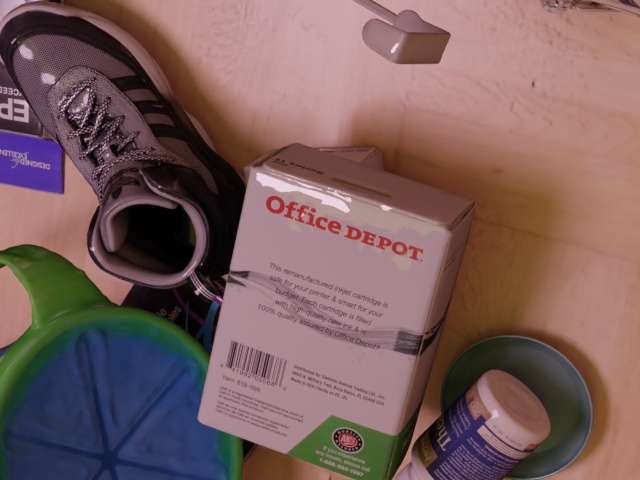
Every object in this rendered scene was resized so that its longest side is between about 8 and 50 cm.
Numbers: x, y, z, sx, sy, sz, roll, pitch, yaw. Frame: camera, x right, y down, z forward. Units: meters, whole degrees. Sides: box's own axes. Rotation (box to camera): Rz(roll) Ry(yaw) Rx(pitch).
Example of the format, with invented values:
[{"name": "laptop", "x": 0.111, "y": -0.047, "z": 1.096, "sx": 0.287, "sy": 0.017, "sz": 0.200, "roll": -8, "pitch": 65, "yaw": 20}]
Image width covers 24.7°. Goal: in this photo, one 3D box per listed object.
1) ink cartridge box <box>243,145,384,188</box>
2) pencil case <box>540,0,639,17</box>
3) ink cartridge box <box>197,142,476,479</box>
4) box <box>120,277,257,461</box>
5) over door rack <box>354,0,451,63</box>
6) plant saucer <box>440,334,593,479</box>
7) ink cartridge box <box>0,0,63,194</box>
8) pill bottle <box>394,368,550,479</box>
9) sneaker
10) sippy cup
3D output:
[{"name": "ink cartridge box", "x": 0.000, "y": 0.000, "z": 1.127, "sx": 0.099, "sy": 0.056, "sz": 0.135, "roll": -1, "pitch": 105, "yaw": 21}, {"name": "pencil case", "x": 0.314, "y": -0.168, "z": 0.900, "sx": 0.410, "sy": 0.160, "sz": 0.184, "roll": 24, "pitch": 112, "yaw": 13}, {"name": "ink cartridge box", "x": 0.011, "y": 0.051, "z": 1.057, "sx": 0.153, "sy": 0.087, "sz": 0.208, "roll": 19, "pitch": 112, "yaw": 13}, {"name": "box", "x": -0.096, "y": 0.092, "z": 1.207, "sx": 0.162, "sy": 0.029, "sz": 0.116, "roll": 38, "pitch": 115, "yaw": 9}, {"name": "over door rack", "x": 0.026, "y": -0.283, "z": 0.965, "sx": 0.324, "sy": 0.108, "sz": 0.240, "roll": 42, "pitch": 120, "yaw": 40}, {"name": "plant saucer", "x": 0.152, "y": 0.126, "z": 1.126, "sx": 0.119, "sy": 0.021, "sz": 0.119, "roll": 6, "pitch": 107, "yaw": 20}, {"name": "ink cartridge box", "x": -0.309, "y": -0.147, "z": 1.210, "sx": 0.206, "sy": 0.045, "sz": 0.208, "roll": 10, "pitch": 111, "yaw": 18}, {"name": "pill bottle", "x": 0.111, "y": 0.159, "z": 1.101, "sx": 0.067, "sy": 0.067, "sz": 0.120, "roll": 43, "pitch": 115, "yaw": 4}, {"name": "sneaker", "x": -0.151, "y": -0.066, "z": 1.093, "sx": 0.101, "sy": 0.153, "sz": 0.268, "roll": -40, "pitch": 99, "yaw": 16}, {"name": "sippy cup", "x": -0.219, "y": 0.174, "z": 1.166, "sx": 0.224, "sy": 0.240, "sz": 0.306, "roll": -9, "pitch": 61, "yaw": 48}]
